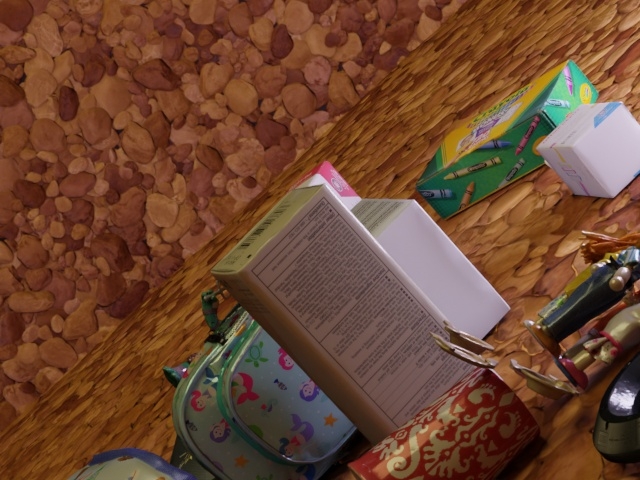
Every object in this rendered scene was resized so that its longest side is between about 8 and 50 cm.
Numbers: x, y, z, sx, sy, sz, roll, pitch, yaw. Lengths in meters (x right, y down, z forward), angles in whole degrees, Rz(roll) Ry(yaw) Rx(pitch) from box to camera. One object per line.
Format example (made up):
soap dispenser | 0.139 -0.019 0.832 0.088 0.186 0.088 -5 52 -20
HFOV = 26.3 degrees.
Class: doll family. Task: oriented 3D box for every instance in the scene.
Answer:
doll family | 0.275 0.047 1.309 0.163 0.118 0.263 -39 -7 3

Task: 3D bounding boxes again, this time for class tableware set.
tableware set | 0.184 0.121 1.366 0.141 0.168 0.020 -76 10 -85

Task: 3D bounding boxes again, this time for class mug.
mug | 0.121 0.210 1.379 0.169 0.113 0.150 -40 14 -8

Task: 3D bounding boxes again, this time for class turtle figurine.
turtle figurine | -0.149 0.177 2.335 0.175 0.118 0.234 27 64 33

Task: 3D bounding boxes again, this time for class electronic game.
electronic game | 0.332 0.113 1.196 0.229 0.048 0.229 -39 4 3

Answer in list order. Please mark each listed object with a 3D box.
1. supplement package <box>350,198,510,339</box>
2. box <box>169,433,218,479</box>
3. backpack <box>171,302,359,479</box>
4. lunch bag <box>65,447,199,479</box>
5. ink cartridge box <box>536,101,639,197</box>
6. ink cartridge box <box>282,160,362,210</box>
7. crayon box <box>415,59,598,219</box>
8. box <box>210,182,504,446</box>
supplement package | 0.097 0.063 1.754 0.149 0.194 0.203 -45 13 -10
box | -0.118 0.281 1.917 0.232 0.059 0.183 -36 26 28
backpack | -0.054 0.195 1.708 0.253 0.225 0.191 -48 8 -9
lunch bag | -0.263 0.415 1.555 0.328 0.239 0.385 -49 4 -23
ink cartridge box | 0.363 -0.120 1.816 0.092 0.090 0.143 -43 11 -6
ink cartridge box | 0.000 0.000 2.329 0.100 0.172 0.237 -34 14 32
crayon box | 0.295 -0.158 2.177 0.278 0.081 0.165 -31 16 41
box | 0.041 0.098 1.528 0.148 0.311 0.121 -44 13 -15
